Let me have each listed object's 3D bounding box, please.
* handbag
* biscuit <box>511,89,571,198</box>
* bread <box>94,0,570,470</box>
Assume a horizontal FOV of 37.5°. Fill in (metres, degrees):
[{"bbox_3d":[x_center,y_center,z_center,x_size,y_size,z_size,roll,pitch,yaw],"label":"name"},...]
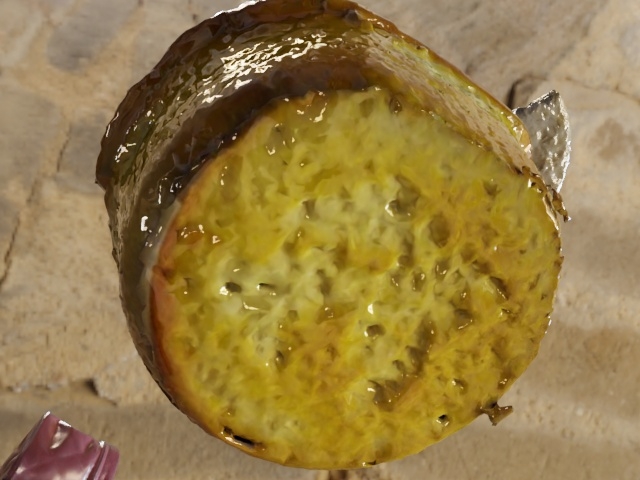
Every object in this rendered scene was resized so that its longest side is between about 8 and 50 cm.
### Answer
[{"bbox_3d":[-0.358,0.333,1.204,0.135,0.225,0.146,32,-148,-14],"label":"handbag"},{"bbox_3d":[0.218,-0.070,1.167,0.250,0.133,0.032,-33,-168,-4],"label":"biscuit"},{"bbox_3d":[0.000,0.000,0.793,0.397,0.398,0.215,3,-158,-12],"label":"bread"}]
